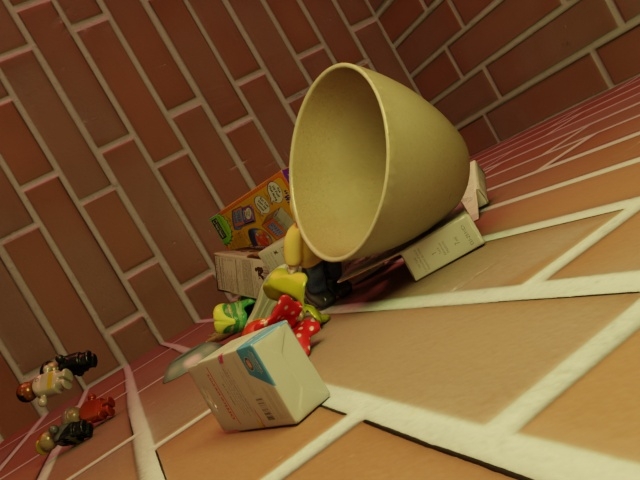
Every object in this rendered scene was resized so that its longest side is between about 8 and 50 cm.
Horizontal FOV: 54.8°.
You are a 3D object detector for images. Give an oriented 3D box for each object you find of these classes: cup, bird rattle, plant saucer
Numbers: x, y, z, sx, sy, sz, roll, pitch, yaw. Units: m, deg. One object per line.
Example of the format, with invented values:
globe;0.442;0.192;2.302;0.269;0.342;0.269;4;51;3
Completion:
cup;0.120;-0.129;1.091;0.236;0.331;0.331;-1;-13;-28
bird rattle;-0.078;0.171;1.109;0.207;0.143;0.253;-41;12;18
plant saucer;-0.362;0.328;1.720;0.194;0.037;0.195;-29;3;2

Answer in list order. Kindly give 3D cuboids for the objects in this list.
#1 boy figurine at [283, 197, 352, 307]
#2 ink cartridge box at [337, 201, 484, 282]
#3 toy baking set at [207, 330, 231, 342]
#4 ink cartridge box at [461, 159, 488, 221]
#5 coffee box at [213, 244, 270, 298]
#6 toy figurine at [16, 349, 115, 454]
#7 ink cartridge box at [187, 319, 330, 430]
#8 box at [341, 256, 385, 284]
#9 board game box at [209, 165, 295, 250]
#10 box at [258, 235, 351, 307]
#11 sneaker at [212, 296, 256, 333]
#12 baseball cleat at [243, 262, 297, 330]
boy figurine;0.000;0.000;1.305;0.177;0.285;0.092;-29;41;-23
ink cartridge box;0.179;0.020;1.210;0.261;0.066;0.296;-30;2;13
toy baking set;-0.271;0.271;1.946;0.256;0.030;0.197;-29;0;15
ink cartridge box;0.275;-0.055;1.507;0.275;0.060;0.239;-27;32;29
coffee box;-0.151;0.087;1.732;0.168;0.119;0.297;-11;9;-38
toy figurine;-0.634;0.396;1.528;0.148;0.213;0.209;-18;9;8
ink cartridge box;-0.083;0.172;0.762;0.061;0.104;0.181;-32;3;-40
box;0.061;-0.017;1.434;0.103;0.203;0.114;-36;13;32
board game box;-0.072;-0.046;2.080;0.356;0.357;0.356;-28;3;35
box;-0.021;0.055;1.504;0.119;0.181;0.182;-28;4;45
sneaker;-0.191;0.206;1.732;0.123;0.110;0.295;0;8;18
baseball cleat;-0.119;0.143;1.425;0.206;0.072;0.109;-58;-1;-3
